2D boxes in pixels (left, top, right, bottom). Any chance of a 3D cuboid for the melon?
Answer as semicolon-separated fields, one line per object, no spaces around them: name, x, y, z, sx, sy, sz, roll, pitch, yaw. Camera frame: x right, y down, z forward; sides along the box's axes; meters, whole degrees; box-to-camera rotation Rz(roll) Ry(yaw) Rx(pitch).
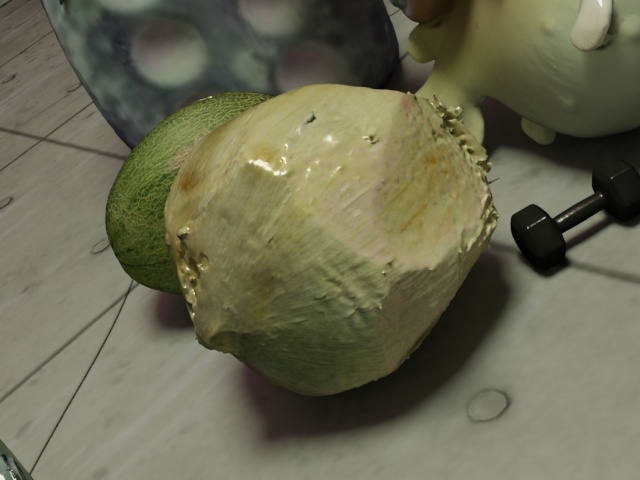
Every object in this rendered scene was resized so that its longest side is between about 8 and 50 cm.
melon;-0.066;-0.036;0.721;0.192;0.139;0.139;-28;29;-1

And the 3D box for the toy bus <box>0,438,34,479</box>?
toy bus;-0.155;0.191;0.475;0.091;0.109;0.261;-34;31;-11

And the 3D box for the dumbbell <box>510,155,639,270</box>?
dumbbell;0.158;-0.017;0.599;0.083;0.036;0.040;-30;29;-2

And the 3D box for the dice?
dice;-0.096;-0.240;0.932;0.270;0.270;0.271;-25;30;7

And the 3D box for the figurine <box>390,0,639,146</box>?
figurine;0.083;-0.192;0.685;0.394;0.275;0.226;29;28;13

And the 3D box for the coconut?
coconut;-0.003;0.000;0.573;0.194;0.194;0.194;-22;30;13
